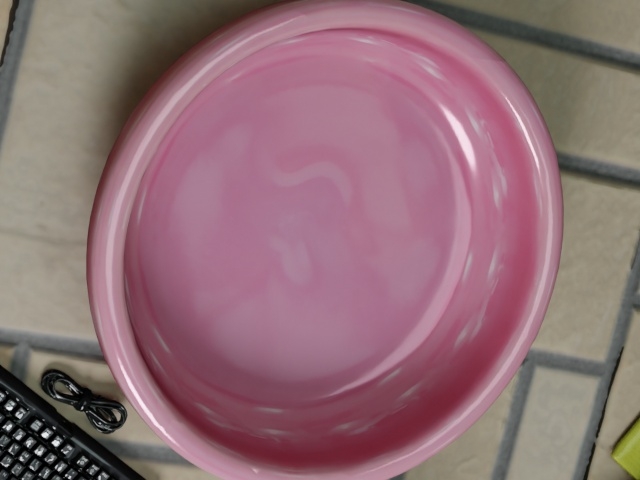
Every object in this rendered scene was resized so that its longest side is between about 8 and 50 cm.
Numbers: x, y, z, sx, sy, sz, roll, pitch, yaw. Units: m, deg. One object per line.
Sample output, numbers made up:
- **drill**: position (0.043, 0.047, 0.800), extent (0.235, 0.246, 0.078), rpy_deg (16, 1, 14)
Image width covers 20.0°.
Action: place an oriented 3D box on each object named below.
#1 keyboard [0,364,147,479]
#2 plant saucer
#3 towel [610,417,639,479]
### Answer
- **keyboard**: position (-0.180, 0.136, 1.188), extent (0.180, 0.023, 0.108), rpy_deg (43, 84, -28)
- **plant saucer**: position (0.000, 0.000, 1.200), extent (0.332, 0.084, 0.332), rpy_deg (-6, 105, -22)
- **towel**: position (0.329, 0.105, 1.416), extent (0.102, 0.021, 0.237), rpy_deg (43, 85, -22)
